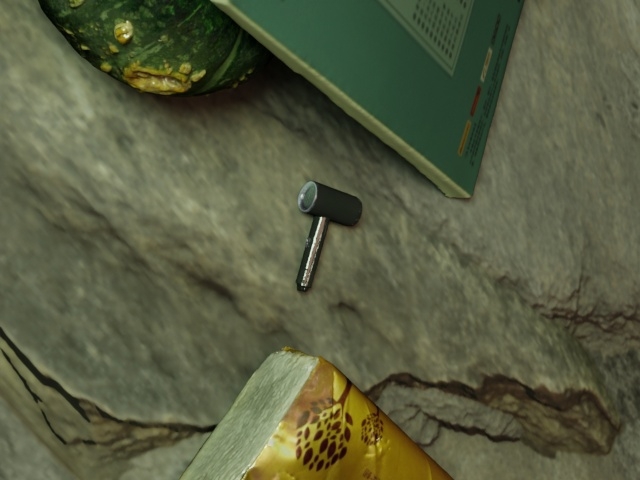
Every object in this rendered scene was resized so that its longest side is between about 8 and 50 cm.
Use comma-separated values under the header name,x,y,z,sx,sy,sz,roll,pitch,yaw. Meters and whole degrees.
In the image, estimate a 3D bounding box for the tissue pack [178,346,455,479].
name,x,y,z,sx,sy,sz,roll,pitch,yaw
tissue pack,0.007,0.215,0.723,0.226,0.092,0.183,45,69,-22

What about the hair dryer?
name,x,y,z,sx,sy,sz,roll,pitch,yaw
hair dryer,0.000,0.000,0.752,0.047,0.026,0.083,19,84,-30

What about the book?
name,x,y,z,sx,sy,sz,roll,pitch,yaw
book,0.065,-0.205,0.691,0.379,0.031,0.264,29,74,-57

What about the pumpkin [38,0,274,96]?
name,x,y,z,sx,sy,sz,roll,pitch,yaw
pumpkin,-0.094,-0.180,0.617,0.190,0.146,0.190,-1,93,-30
